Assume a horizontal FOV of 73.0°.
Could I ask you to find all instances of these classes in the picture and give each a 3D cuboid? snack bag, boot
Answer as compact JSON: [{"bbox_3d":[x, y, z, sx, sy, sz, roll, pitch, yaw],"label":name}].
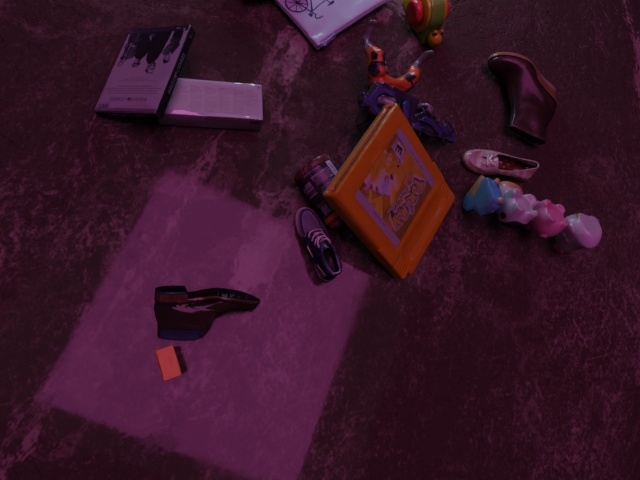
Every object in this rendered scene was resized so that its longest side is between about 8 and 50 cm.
[{"bbox_3d":[-0.001,-0.732,1.218,0.323,0.037,0.342,-41,88,-19],"label":"snack bag"},{"bbox_3d":[0.574,-0.413,1.250,0.249,0.090,0.206,27,70,-10],"label":"boot"},{"bbox_3d":[-0.244,0.159,0.929,0.219,0.082,0.106,7,97,-16],"label":"boot"},{"bbox_3d":[0.000,0.000,1.008,0.069,0.086,0.190,-22,83,-18],"label":"boot"}]

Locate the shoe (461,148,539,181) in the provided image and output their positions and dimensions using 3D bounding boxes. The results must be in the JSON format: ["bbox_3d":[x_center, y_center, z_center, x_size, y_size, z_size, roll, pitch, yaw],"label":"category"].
[{"bbox_3d":[0.500,-0.217,1.200,0.219,0.058,0.076,9,74,-11],"label":"shoe"}]

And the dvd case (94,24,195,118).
[{"bbox_3d":[-0.402,-0.387,0.991,0.179,0.029,0.238,8,73,20],"label":"dvd case"}]

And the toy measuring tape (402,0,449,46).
[{"bbox_3d":[0.289,-0.714,1.244,0.121,0.121,0.330,-13,80,-17],"label":"toy measuring tape"}]

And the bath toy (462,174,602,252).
[{"bbox_3d":[0.561,-0.061,1.143,0.348,0.129,0.151,20,53,-9],"label":"bath toy"}]

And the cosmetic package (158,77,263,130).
[{"bbox_3d":[-0.261,-0.326,1.038,0.239,0.060,0.098,1,77,-13],"label":"cosmetic package"}]

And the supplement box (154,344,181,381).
[{"bbox_3d":[-0.303,0.245,0.865,0.036,0.098,0.062,-17,80,-21],"label":"supplement box"}]

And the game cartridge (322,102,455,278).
[{"bbox_3d":[0.181,-0.105,1.018,0.323,0.053,0.285,45,68,-31],"label":"game cartridge"}]

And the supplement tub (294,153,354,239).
[{"bbox_3d":[0.032,-0.100,1.032,0.106,0.106,0.198,-34,87,-19],"label":"supplement tub"}]

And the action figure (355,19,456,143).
[{"bbox_3d":[0.203,-0.354,1.141,0.341,0.179,0.330,20,78,-35],"label":"action figure"}]
